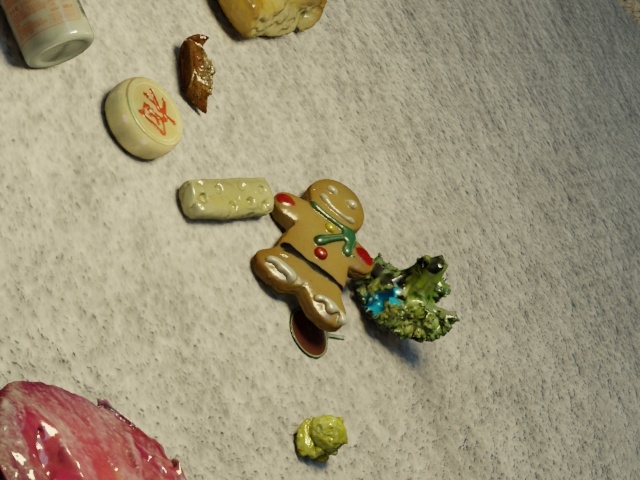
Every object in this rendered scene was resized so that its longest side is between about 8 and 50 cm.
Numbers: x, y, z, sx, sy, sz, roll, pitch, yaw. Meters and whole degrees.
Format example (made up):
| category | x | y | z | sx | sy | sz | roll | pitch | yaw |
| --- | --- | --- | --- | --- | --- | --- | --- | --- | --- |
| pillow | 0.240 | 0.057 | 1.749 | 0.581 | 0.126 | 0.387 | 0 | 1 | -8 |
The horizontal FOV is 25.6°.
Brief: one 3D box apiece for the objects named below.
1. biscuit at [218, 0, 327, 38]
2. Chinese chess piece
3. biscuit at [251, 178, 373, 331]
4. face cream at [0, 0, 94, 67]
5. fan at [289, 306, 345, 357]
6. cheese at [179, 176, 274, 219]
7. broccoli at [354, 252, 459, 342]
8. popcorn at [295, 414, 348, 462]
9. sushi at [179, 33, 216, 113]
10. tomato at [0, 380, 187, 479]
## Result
| category | x | y | z | sx | sy | sz | roll | pitch | yaw |
| --- | --- | --- | --- | --- | --- | --- | --- | --- | --- |
| biscuit | -0.100 | -0.449 | 2.412 | 0.274 | 0.091 | 0.213 | -13 | 79 | -55 |
| Chinese chess piece | -0.253 | -0.176 | 2.026 | 0.122 | 0.051 | 0.122 | 34 | 41 | -35 |
| biscuit | 0.000 | 0.000 | 2.215 | 0.197 | 0.049 | 0.301 | 40 | 37 | -11 |
| face cream | -0.401 | -0.366 | 1.919 | 0.101 | 0.101 | 0.252 | -15 | 78 | -57 |
| fan | -0.002 | 0.144 | 2.175 | 0.133 | 0.005 | 0.085 | 13 | 55 | -49 |
| cheese | -0.138 | -0.062 | 2.108 | 0.194 | 0.043 | 0.065 | -3 | 67 | -56 |
| broccoli | 0.145 | 0.082 | 2.287 | 0.154 | 0.160 | 0.167 | -7 | 52 | -38 |
| popcorn | 0.000 | 0.280 | 2.027 | 0.083 | 0.068 | 0.059 | -20 | 53 | -22 |
| sushi | -0.189 | -0.258 | 2.182 | 0.055 | 0.052 | 0.120 | 12 | 53 | -32 |
| tomato | -0.268 | 0.312 | 1.528 | 0.335 | 0.176 | 0.289 | 25 | 26 | -43 |
